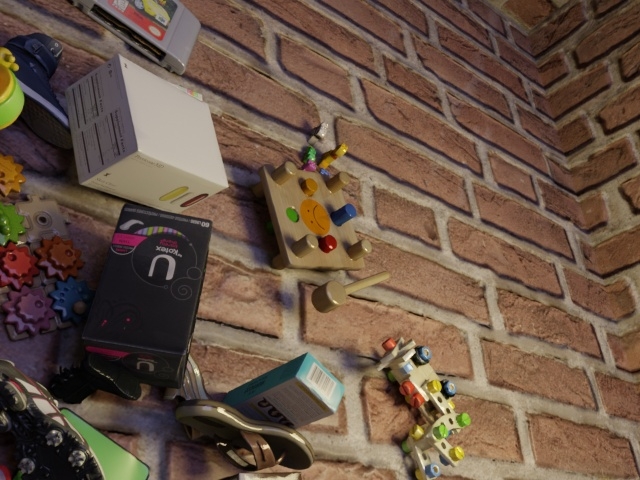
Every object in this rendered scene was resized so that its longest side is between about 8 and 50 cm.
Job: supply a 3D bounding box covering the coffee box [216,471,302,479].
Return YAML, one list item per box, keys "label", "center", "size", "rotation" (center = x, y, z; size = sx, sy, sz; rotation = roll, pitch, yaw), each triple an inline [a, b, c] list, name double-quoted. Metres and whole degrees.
- label: "coffee box"
  center: [-0.098, 0.528, 1.171]
  size: [0.141, 0.098, 0.247]
  rotation: [16, 55, -38]

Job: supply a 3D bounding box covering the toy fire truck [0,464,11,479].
- label: "toy fire truck"
  center: [-0.514, 0.292, 0.949]
  size: [0.192, 0.047, 0.135]
  rotation: [27, 46, -32]

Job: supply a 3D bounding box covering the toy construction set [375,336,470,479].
- label: "toy construction set"
  center: [0.221, 0.358, 1.585]
  size: [0.215, 0.151, 0.328]
  rotation: [-34, 102, -50]

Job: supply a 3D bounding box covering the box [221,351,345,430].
- label: "box"
  center: [-0.076, 0.289, 1.238]
  size: [0.100, 0.244, 0.060]
  rotation: [46, 41, -14]

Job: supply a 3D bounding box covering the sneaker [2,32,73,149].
- label: "sneaker"
  center: [-0.511, -0.290, 1.306]
  size: [0.226, 0.086, 0.163]
  rotation: [44, 44, -14]

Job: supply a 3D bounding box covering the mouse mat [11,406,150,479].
- label: "mouse mat"
  center: [-0.368, 0.369, 1.077]
  size: [0.189, 0.007, 0.153]
  rotation: [43, 41, -17]

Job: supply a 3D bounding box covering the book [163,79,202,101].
- label: "book"
  center: [-0.339, -0.304, 1.481]
  size: [0.144, 0.096, 0.035]
  rotation: [14, 56, -39]

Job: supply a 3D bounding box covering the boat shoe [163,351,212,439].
- label: "boat shoe"
  center: [-0.248, 0.261, 1.229]
  size: [0.072, 0.068, 0.190]
  rotation: [-25, 84, -38]

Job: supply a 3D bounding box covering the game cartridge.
- label: "game cartridge"
  center: [-0.416, -0.530, 1.591]
  size: [0.294, 0.060, 0.196]
  rotation: [32, 42, -27]

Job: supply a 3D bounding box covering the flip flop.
- label: "flip flop"
  center: [-0.131, 0.350, 1.189]
  size: [0.277, 0.112, 0.080]
  rotation: [34, 43, -32]

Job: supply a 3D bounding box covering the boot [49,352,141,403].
- label: "boot"
  center: [-0.361, 0.233, 1.103]
  size: [0.121, 0.099, 0.045]
  rotation: [43, 25, -30]

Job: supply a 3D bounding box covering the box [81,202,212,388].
- label: "box"
  center: [-0.290, 0.094, 1.190]
  size: [0.165, 0.143, 0.270]
  rotation: [10, 54, -8]

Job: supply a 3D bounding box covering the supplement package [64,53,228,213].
- label: "supplement package"
  center: [-0.327, -0.191, 1.326]
  size: [0.262, 0.145, 0.204]
  rotation: [19, 50, -59]

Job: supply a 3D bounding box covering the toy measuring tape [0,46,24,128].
- label: "toy measuring tape"
  center: [-0.573, -0.189, 1.126]
  size: [0.121, 0.121, 0.330]
  rotation: [32, 56, -27]

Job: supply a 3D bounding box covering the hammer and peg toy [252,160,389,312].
- label: "hammer and peg toy"
  center: [0.000, 0.000, 1.602]
  size: [0.265, 0.127, 0.362]
  rotation: [3, 63, -46]

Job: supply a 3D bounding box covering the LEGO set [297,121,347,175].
- label: "LEGO set"
  center: [0.012, -0.218, 1.782]
  size: [0.087, 0.093, 0.227]
  rotation: [38, 43, -22]

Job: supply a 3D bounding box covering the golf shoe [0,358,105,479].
- label: "golf shoe"
  center: [-0.402, 0.274, 1.012]
  size: [0.273, 0.105, 0.120]
  rotation: [49, 6, -4]

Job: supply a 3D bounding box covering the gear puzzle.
- label: "gear puzzle"
  center: [-0.489, -0.008, 1.173]
  size: [0.175, 0.044, 0.339]
  rotation: [-12, 74, -48]
